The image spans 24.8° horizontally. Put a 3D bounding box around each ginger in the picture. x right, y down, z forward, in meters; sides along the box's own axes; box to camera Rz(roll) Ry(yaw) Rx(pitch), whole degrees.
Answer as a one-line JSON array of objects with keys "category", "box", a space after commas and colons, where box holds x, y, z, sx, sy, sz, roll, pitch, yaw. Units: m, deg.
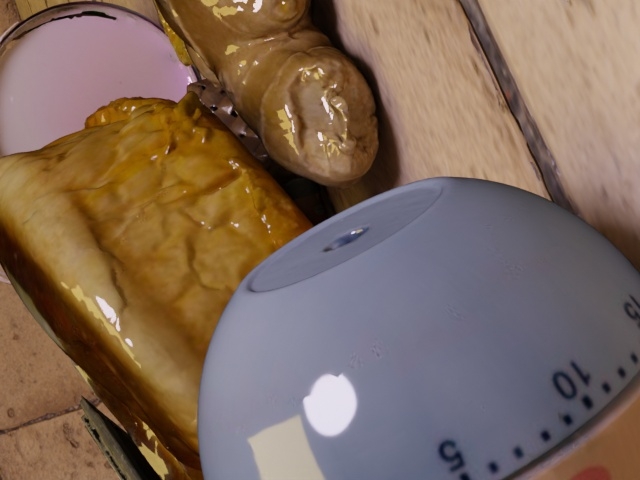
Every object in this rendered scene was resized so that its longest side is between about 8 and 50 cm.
[{"category": "ginger", "box": [-0.054, -0.145, 0.806, 0.148, 0.081, 0.333, 61, 176, -32]}]

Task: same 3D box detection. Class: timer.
[{"category": "timer", "box": [0.075, 0.091, 0.469, 0.255, 0.175, 0.175, 43, 165, 3]}]

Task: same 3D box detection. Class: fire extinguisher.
[{"category": "fire extinguisher", "box": [0.000, 0.000, 0.899, 0.028, 0.022, 0.083, -28, -78, -63]}]

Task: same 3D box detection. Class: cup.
[{"category": "cup", "box": [-0.221, -0.086, 1.276, 0.274, 0.253, 0.253, -11, 97, 71]}]

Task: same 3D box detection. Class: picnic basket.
[{"category": "picnic basket", "box": [-0.058, -0.035, 1.024, 0.193, 0.055, 0.110, 92, 157, -63]}]

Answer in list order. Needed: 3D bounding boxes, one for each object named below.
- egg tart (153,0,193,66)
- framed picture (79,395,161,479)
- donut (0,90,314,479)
[{"category": "egg tart", "box": [-0.094, -0.173, 1.013, 0.105, 0.039, 0.105, 162, 90, -78]}, {"category": "framed picture", "box": [-0.034, 0.230, 0.962, 0.293, 0.018, 0.231, 45, 175, -26]}, {"category": "donut", "box": [-0.055, 0.053, 0.824, 0.330, 0.160, 0.330, 42, 163, 16]}]
